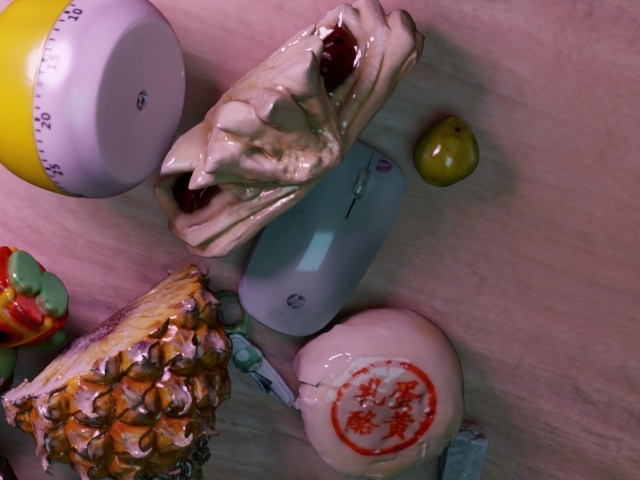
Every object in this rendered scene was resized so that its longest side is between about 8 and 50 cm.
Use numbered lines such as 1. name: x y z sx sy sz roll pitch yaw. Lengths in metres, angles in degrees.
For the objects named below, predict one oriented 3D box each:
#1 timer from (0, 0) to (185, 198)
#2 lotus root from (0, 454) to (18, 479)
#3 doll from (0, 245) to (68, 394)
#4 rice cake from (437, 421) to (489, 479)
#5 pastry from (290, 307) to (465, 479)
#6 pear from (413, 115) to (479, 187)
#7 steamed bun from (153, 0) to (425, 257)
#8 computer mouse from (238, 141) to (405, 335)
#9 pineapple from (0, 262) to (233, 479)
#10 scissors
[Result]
1. timer: -0.331 -0.191 1.673 0.285 0.285 0.285 -3 112 -9
2. lotus root: -0.563 0.394 1.840 0.346 0.250 0.250 -21 113 0
3. doll: -0.494 0.150 1.805 0.363 0.160 0.183 -42 128 10
4. rice cake: 0.198 0.433 2.093 0.066 0.063 0.336 6 111 -4
5. pastry: 0.085 0.221 1.955 0.265 0.133 0.264 -4 116 -9
6. pear: 0.172 -0.120 1.860 0.092 0.092 0.097 -4 112 -9
7. steamed bun: -0.060 -0.147 1.713 0.428 0.247 0.189 -42 122 10
8. computer mouse: 0.000 0.003 1.872 0.159 0.097 0.288 29 104 -17
9. pineapple: -0.196 0.232 1.791 0.344 0.209 0.286 -37 111 -17
10. scissors: -0.105 0.163 1.951 0.101 0.027 0.204 -39 110 9
